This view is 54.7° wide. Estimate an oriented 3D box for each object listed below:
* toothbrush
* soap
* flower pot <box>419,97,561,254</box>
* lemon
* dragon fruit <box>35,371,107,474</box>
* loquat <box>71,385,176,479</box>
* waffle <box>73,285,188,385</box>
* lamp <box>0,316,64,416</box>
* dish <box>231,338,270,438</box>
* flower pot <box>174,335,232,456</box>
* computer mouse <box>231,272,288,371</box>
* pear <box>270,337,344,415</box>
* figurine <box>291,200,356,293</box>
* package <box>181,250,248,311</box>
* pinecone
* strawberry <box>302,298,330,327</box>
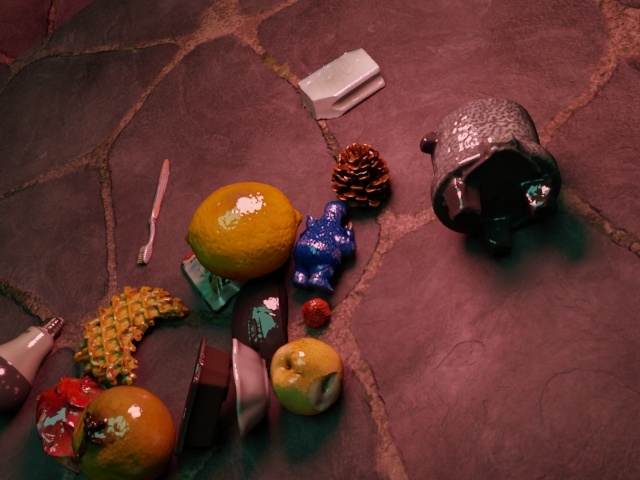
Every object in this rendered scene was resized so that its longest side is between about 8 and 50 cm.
[{"bbox_3d":[-0.500,-0.095,1.878,0.037,0.028,0.375,-11,57,26],"label":"toothbrush"},{"bbox_3d":[0.053,-0.455,1.816,0.230,0.091,0.145,-34,53,0],"label":"soap"},{"bbox_3d":[0.373,-0.149,1.361,0.299,0.299,0.283,-13,53,16],"label":"flower pot"},{"bbox_3d":[-0.187,-0.022,1.529,0.267,0.267,0.267,-11,57,17],"label":"lemon"},{"bbox_3d":[-0.612,0.422,1.553,0.161,0.126,0.274,-31,54,4],"label":"dragon fruit"},{"bbox_3d":[-0.447,0.444,1.399,0.244,0.244,0.244,-11,57,17],"label":"loquat"},{"bbox_3d":[-0.517,0.232,1.639,0.260,0.069,0.293,14,56,31],"label":"waffle"},{"bbox_3d":[-0.854,0.338,1.706,0.182,0.182,0.314,-2,40,23],"label":"lamp"},{"bbox_3d":[-0.150,0.323,1.380,0.081,0.229,0.229,-4,56,-8],"label":"dish"},{"bbox_3d":[-0.258,0.356,1.394,0.179,0.084,0.251,-105,31,-71],"label":"flower pot"},{"bbox_3d":[-0.150,0.189,1.519,0.137,0.086,0.270,-13,58,17],"label":"computer mouse"},{"bbox_3d":[-0.032,0.294,1.352,0.178,0.178,0.178,-11,57,17],"label":"pear"},{"bbox_3d":[0.005,0.005,1.539,0.164,0.121,0.262,-7,56,24],"label":"figurine"},{"bbox_3d":[-0.281,0.074,1.674,0.166,0.040,0.232,-40,53,-1],"label":"package"},{"bbox_3d":[0.101,-0.169,1.578,0.173,0.173,0.173,-11,57,17],"label":"pinecone"},{"bbox_3d":[-0.013,0.166,1.476,0.073,0.083,0.073,-8,52,11],"label":"strawberry"}]
